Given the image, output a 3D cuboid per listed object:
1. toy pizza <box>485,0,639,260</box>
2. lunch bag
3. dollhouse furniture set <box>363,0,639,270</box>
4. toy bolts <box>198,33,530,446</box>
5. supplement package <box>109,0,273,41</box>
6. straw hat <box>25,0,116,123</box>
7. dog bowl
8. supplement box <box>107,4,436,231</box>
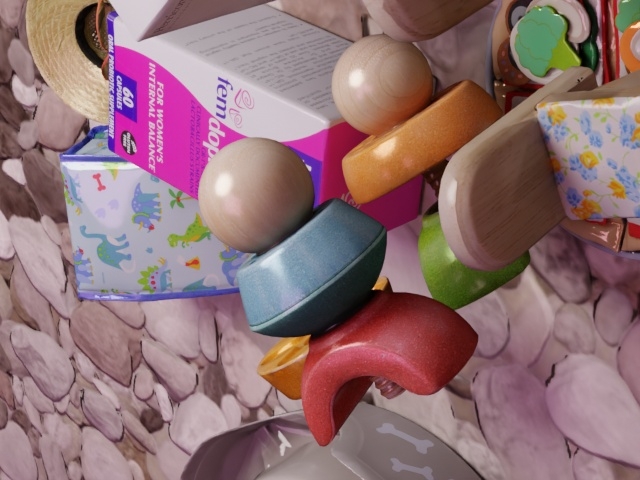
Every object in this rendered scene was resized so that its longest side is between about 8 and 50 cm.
[{"bbox_3d":[0.170,-0.080,0.781,0.201,0.032,0.201,24,126,38],"label":"toy pizza"},{"bbox_3d":[-0.120,-0.023,1.084,0.151,0.096,0.129,2,114,16],"label":"lunch bag"},{"bbox_3d":[0.204,0.009,0.570,0.362,0.256,0.394,1,119,46],"label":"dollhouse furniture set"},{"bbox_3d":[0.000,0.000,0.769,0.218,0.228,0.158,-32,98,27],"label":"toy bolts"},{"bbox_3d":[-0.030,-0.247,0.781,0.149,0.203,0.194,57,140,9],"label":"supplement package"},{"bbox_3d":[-0.159,-0.164,1.076,0.144,0.061,0.144,15,123,24],"label":"straw hat"},{"bbox_3d":[0.034,0.285,1.066,0.348,0.102,0.349,24,125,39],"label":"dog bowl"},{"bbox_3d":[-0.040,-0.088,0.947,0.220,0.114,0.111,28,127,34],"label":"supplement box"}]
